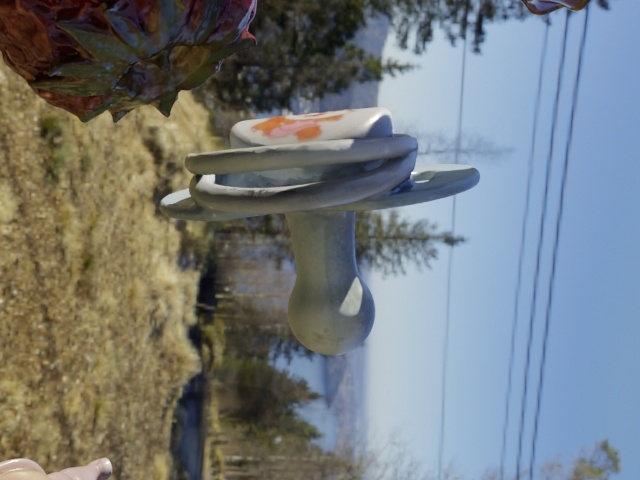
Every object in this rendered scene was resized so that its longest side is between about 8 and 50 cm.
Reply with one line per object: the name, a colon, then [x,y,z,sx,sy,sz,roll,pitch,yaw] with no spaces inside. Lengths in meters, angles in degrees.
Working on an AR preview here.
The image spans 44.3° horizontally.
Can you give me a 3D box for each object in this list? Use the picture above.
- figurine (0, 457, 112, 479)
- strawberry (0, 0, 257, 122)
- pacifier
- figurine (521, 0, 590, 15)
figurine: [-0.333,0.324,0.933,0.287,0.186,0.176,11,57,-50]
strawberry: [-0.160,-0.221,0.553,0.205,0.205,0.244,63,1,-81]
pacifier: [0.000,0.000,0.732,0.244,0.299,0.233,-54,137,-69]
figurine: [0.232,-0.302,0.669,0.263,0.142,0.189,-57,-169,-29]
